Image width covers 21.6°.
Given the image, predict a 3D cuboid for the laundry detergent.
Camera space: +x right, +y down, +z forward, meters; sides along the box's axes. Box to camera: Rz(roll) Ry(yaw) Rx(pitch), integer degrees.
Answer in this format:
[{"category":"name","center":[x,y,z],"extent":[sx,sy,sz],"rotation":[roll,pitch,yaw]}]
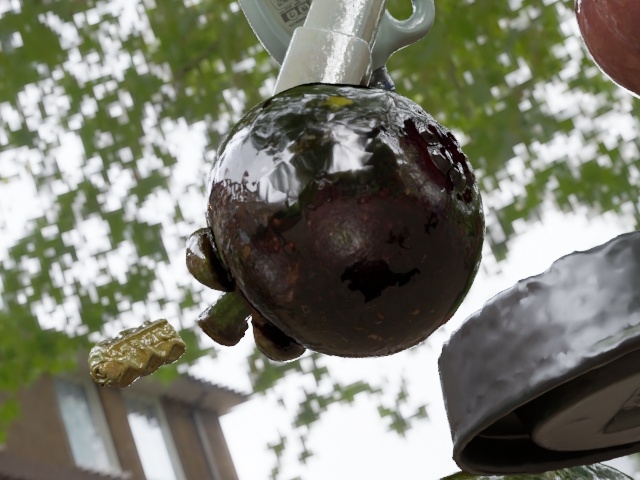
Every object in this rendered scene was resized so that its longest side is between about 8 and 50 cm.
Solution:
[{"category":"laundry detergent","center":[0.027,-0.282,2.021],"extent":[0.215,0.280,0.105],"rotation":[-33,1,-16]}]

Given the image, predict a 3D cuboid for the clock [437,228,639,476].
[{"category":"clock","center":[0.130,0.036,0.601],"extent":[0.184,0.040,0.184],"rotation":[-15,-20,-6]}]

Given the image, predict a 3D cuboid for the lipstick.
[{"category":"lipstick","center":[0.009,-0.166,1.540],"extent":[0.077,0.253,0.079],"rotation":[12,-29,10]}]

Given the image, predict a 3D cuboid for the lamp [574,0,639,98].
[{"category":"lamp","center":[0.361,-0.243,1.436],"extent":[0.305,0.239,0.305],"rotation":[-54,-9,-13]}]

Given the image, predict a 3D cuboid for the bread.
[{"category":"bread","center":[-0.218,0.132,1.939],"extent":[0.110,0.066,0.060],"rotation":[-27,-39,-32]}]

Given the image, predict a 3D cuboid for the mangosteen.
[{"category":"mangosteen","center":[0.000,0.000,1.315],"extent":[0.265,0.228,0.228],"rotation":[-36,-31,23]}]

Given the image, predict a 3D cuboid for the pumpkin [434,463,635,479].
[{"category":"pumpkin","center":[0.127,0.238,1.017],"extent":[0.238,0.159,0.238],"rotation":[-12,-45,-12]}]
